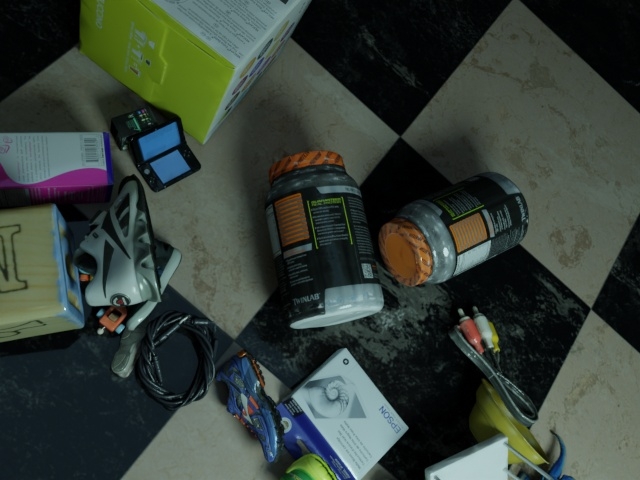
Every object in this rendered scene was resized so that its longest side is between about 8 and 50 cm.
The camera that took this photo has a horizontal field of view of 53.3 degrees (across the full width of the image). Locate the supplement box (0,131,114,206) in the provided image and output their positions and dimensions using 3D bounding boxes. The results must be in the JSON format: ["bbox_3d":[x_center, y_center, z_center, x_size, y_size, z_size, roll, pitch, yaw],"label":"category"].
[{"bbox_3d":[-0.517,-0.136,1.219,0.220,0.114,0.111,-4,76,-23],"label":"supplement box"}]

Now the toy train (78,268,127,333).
[{"bbox_3d":[-0.418,0.093,1.220,0.166,0.046,0.125,44,63,-4],"label":"toy train"}]

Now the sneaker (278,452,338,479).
[{"bbox_3d":[0.015,0.554,1.224,0.123,0.109,0.295,-29,89,1],"label":"sneaker"}]

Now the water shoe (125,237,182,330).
[{"bbox_3d":[-0.340,0.082,1.224,0.080,0.073,0.203,33,43,-14],"label":"water shoe"}]

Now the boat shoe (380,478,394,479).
[{"bbox_3d":[0.162,0.630,1.247,0.109,0.091,0.305,-2,74,-21],"label":"boat shoe"}]

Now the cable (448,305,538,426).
[{"bbox_3d":[0.381,0.267,1.402,0.139,0.072,0.287,14,35,-40],"label":"cable"}]

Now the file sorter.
[{"bbox_3d":[0.333,0.559,1.224,0.193,0.173,0.277,-15,112,-25],"label":"file sorter"}]

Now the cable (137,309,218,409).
[{"bbox_3d":[-0.273,0.228,1.219,0.150,0.047,0.184,19,74,-30],"label":"cable"}]

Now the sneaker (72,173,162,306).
[{"bbox_3d":[-0.380,-0.009,1.172,0.146,0.122,0.330,-11,40,-9],"label":"sneaker"}]

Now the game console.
[{"bbox_3d":[-0.320,-0.178,1.331,0.122,0.071,0.107,-33,87,-26],"label":"game console"}]

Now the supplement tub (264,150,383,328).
[{"bbox_3d":[0.000,0.000,1.322,0.207,0.207,0.338,-5,76,-22],"label":"supplement tub"}]

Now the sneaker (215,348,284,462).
[{"bbox_3d":[-0.135,0.327,1.239,0.087,0.083,0.221,-26,72,3],"label":"sneaker"}]

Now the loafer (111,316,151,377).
[{"bbox_3d":[-0.358,0.201,1.218,0.045,0.039,0.125,11,58,15],"label":"loafer"}]

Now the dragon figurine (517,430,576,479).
[{"bbox_3d":[0.485,0.556,1.398,0.144,0.085,0.289,17,69,-16],"label":"dragon figurine"}]

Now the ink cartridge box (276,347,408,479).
[{"bbox_3d":[0.036,0.373,1.305,0.224,0.045,0.223,-39,90,-26],"label":"ink cartridge box"}]

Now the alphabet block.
[{"bbox_3d":[-0.529,0.064,1.093,0.197,0.192,0.193,-9,75,-14],"label":"alphabet block"}]

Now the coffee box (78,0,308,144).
[{"bbox_3d":[-0.251,-0.469,1.301,0.338,0.337,0.334,37,64,-7],"label":"coffee box"}]

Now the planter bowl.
[{"bbox_3d":[0.386,0.412,1.377,0.090,0.217,0.217,-40,90,8],"label":"planter bowl"}]

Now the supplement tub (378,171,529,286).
[{"bbox_3d":[0.300,-0.023,1.452,0.316,0.193,0.193,-22,82,-26],"label":"supplement tub"}]

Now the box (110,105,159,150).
[{"bbox_3d":[-0.386,-0.233,1.327,0.083,0.062,0.052,-26,83,-26],"label":"box"}]
